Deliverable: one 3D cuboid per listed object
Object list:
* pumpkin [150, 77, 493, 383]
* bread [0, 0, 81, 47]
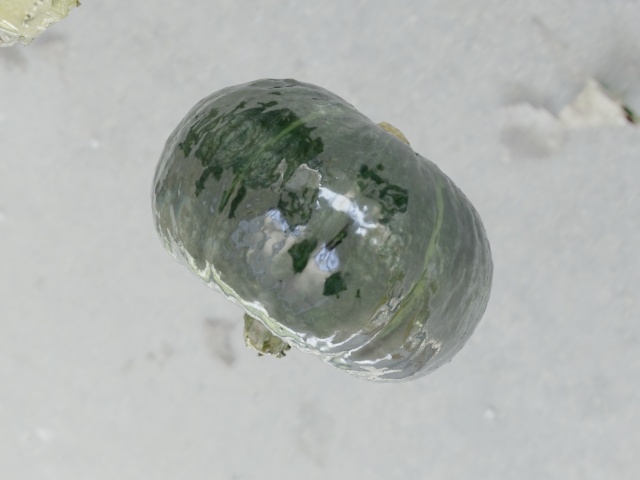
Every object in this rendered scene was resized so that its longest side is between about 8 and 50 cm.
[{"bbox_3d":[-0.001,-0.002,1.099,0.211,0.211,0.152,44,93,-2],"label":"pumpkin"},{"bbox_3d":[-0.167,-0.276,0.994,0.315,0.279,0.248,59,177,-11],"label":"bread"}]
